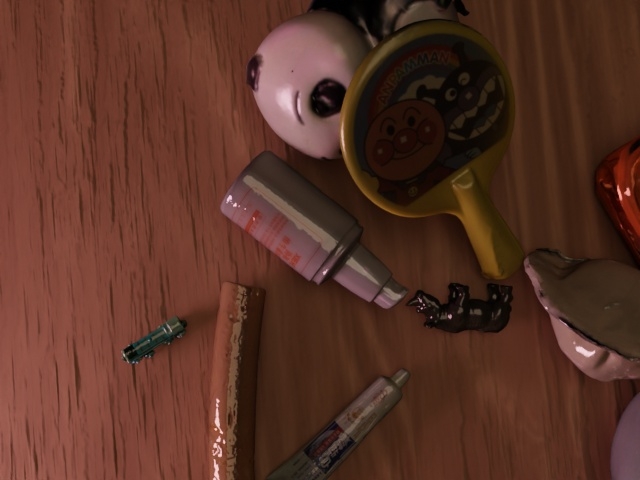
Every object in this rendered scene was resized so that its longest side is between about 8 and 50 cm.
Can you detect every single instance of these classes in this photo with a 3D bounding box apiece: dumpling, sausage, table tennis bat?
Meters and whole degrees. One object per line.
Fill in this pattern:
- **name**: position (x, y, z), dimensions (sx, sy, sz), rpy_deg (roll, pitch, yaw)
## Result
- **dumpling**: position (0.345, 0.100, 1.164), dimensions (0.247, 0.172, 0.142), rpy_deg (35, 110, 17)
- **sausage**: position (-0.105, 0.203, 1.186), dimensions (0.065, 0.066, 0.301), rpy_deg (3, 81, -2)
- **table tennis bat**: position (0.157, -0.088, 1.136), dimensions (0.224, 0.054, 0.369), rpy_deg (-36, 122, -7)

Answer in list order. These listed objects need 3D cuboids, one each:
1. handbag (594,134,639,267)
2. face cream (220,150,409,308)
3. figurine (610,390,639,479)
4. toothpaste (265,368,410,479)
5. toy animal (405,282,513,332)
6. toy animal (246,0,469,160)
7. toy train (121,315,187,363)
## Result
- **handbag**: position (0.584, -0.067, 1.217), dimensions (0.410, 0.116, 0.303), rpy_deg (-29, 85, -5)
- **face cream**: position (0.000, 0.000, 1.195), dimensions (0.251, 0.101, 0.101), rpy_deg (39, 83, 3)
- **figurine**: position (0.528, 0.271, 1.085), dimensions (0.381, 0.205, 0.225), rpy_deg (-1, 76, 18)
- **toothpaste**: position (0.027, 0.245, 1.199), dimensions (0.233, 0.038, 0.060), rpy_deg (-44, 83, -4)
- **toy animal**: position (0.176, 0.086, 1.218), dimensions (0.135, 0.047, 0.065), rpy_deg (3, 91, -7)
- **toy animal**: position (0.049, -0.220, 1.169), dimensions (0.212, 0.212, 0.267), rpy_deg (37, 82, 3)
- **toy train**: position (-0.209, 0.126, 1.199), dimensions (0.092, 0.045, 0.029), rpy_deg (-31, 83, -8)
